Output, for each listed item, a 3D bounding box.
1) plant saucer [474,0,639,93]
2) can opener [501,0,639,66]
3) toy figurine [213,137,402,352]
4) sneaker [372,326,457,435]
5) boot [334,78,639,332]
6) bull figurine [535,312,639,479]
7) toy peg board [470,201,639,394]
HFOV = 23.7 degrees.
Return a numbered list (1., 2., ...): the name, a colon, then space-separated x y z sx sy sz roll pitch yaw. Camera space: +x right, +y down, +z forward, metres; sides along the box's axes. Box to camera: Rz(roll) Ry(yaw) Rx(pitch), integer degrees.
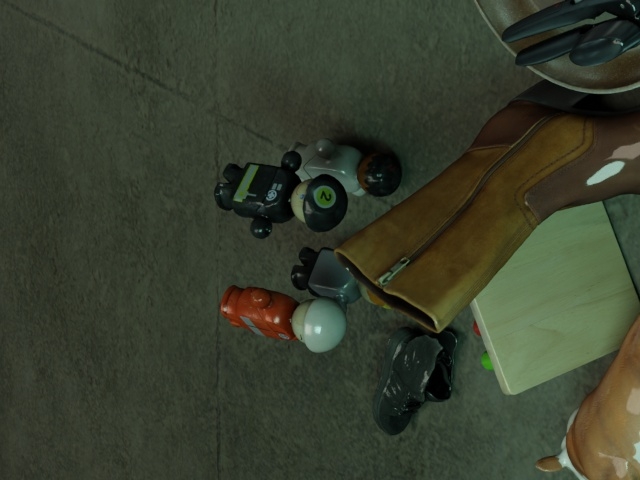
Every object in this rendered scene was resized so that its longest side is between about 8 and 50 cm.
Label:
1. plant saucer: 0.236 -0.284 1.325 0.311 0.050 0.310 29 129 43
2. can opener: 0.217 -0.184 1.314 0.186 0.073 0.059 4 118 61
3. toy figurine: 0.000 0.000 1.645 0.148 0.209 0.213 10 109 33
4. sneaker: 0.109 0.164 1.714 0.089 0.051 0.170 37 130 43
5. boot: 0.186 -0.025 1.310 0.264 0.280 0.096 30 150 41
6. bull figurine: 0.305 0.174 1.390 0.188 0.101 0.310 58 146 39
7. toy peg board: 0.203 0.045 1.451 0.160 0.161 0.079 69 159 0
